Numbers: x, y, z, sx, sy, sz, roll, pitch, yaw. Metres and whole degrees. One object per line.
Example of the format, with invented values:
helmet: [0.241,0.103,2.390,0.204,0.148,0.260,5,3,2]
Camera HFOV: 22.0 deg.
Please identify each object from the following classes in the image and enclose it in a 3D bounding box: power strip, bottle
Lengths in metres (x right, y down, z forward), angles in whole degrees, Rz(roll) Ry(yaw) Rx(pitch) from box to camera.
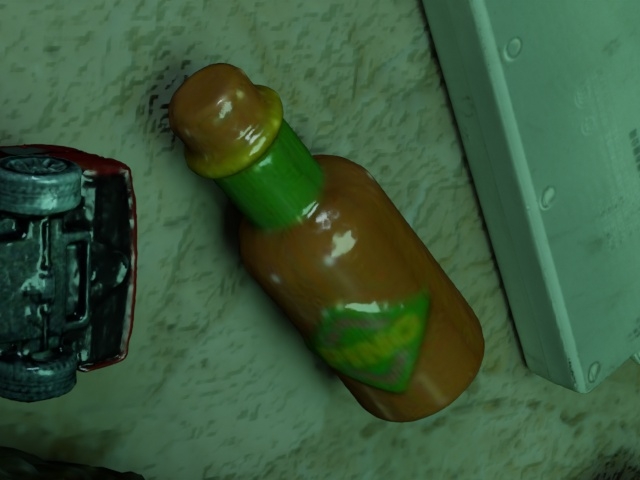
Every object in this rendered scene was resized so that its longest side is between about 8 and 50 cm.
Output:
power strip: [0.105,-0.093,0.748,0.106,0.043,0.367,-36,125,-25]
bottle: [0.000,0.000,0.680,0.069,0.069,0.187,-50,128,-14]

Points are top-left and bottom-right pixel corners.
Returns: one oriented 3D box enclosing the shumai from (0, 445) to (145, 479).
shumai: [-0.070,0.269,0.529,0.395,0.395,0.348,33,82,-41]

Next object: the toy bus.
toy bus: [-0.158,0.012,0.537,0.195,0.089,0.081,-10,111,-38]
